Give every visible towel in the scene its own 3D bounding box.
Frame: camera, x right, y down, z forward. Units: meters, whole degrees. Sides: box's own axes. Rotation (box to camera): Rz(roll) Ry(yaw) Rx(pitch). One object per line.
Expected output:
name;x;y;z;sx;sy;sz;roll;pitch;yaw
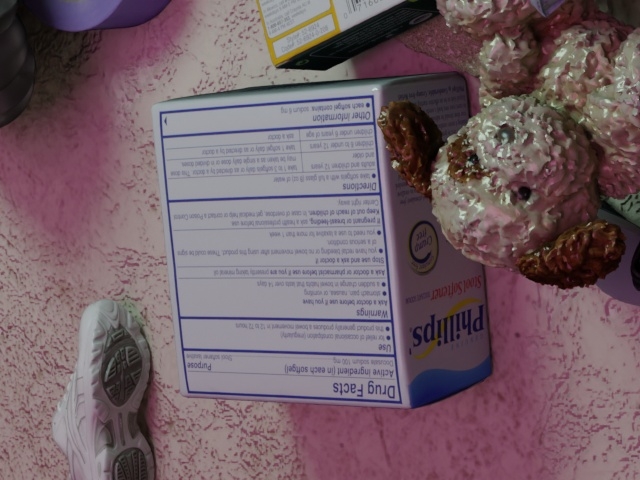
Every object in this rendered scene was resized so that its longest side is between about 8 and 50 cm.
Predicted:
towel;0.131;-0.203;1.539;0.148;0.027;0.110;28;115;29

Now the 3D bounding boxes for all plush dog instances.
plush dog;0.179;-0.078;1.361;0.262;0.210;0.225;36;80;31

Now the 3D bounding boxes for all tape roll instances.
tape roll;-0.229;-0.308;1.752;0.189;0.080;0.189;7;102;35

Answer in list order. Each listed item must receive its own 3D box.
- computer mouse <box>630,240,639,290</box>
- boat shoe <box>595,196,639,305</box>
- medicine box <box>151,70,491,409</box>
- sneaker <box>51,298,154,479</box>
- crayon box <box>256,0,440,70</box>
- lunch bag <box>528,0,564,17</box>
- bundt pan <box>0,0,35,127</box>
computer mouse;0.325;-0.021;1.318;0.262;0.060;0.184;7;80;60
boat shoe;0.231;-0.016;1.482;0.183;0.083;0.065;31;119;-2
medicine box;0.000;0.000;1.596;0.263;0.149;0.289;-1;98;36
sneaker;-0.248;0.174;1.850;0.115;0.090;0.232;8;102;39
crayon box;0.015;-0.339;1.550;0.203;0.083;0.323;-22;79;38
lunch bag;0.157;-0.219;1.270;0.053;0.083;0.071;-37;55;-7
bundt pan;-0.380;-0.254;1.771;0.331;0.124;0.331;163;90;-79
